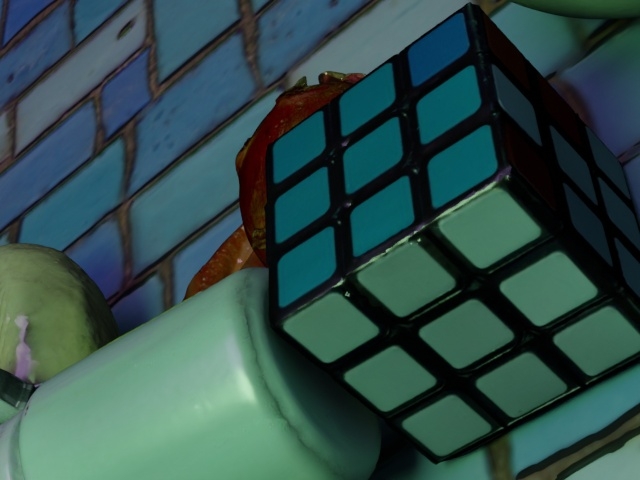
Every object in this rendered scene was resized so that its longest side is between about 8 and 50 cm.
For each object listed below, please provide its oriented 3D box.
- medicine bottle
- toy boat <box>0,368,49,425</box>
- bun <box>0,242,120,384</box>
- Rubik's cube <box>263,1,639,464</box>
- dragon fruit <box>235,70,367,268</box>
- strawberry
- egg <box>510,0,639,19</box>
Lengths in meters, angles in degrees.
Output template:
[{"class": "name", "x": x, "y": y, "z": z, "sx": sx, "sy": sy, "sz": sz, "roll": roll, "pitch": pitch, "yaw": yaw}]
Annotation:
[{"class": "medicine bottle", "x": -0.090, "y": 0.121, "z": 0.825, "sx": 0.225, "sy": 0.139, "sz": 0.139, "roll": -30, "pitch": 39, "yaw": 19}, {"class": "toy boat", "x": -0.166, "y": 0.107, "z": 0.942, "sx": 0.260, "sy": 0.085, "sz": 0.078, "roll": -15, "pitch": 19, "yaw": 3}, {"class": "bun", "x": -0.218, "y": 0.111, "z": 1.090, "sx": 0.222, "sy": 0.127, "sz": 0.222, "roll": -24, "pitch": 58, "yaw": 45}, {"class": "Rubik's cube", "x": 0.077, "y": -0.001, "z": 0.810, "sx": 0.160, "sy": 0.163, "sz": 0.162, "roll": -33, "pitch": 34, "yaw": 24}, {"class": "dragon fruit", "x": 0.000, "y": 0.000, "z": 0.958, "sx": 0.125, "sy": 0.125, "sz": 0.246, "roll": 4, "pitch": 76, "yaw": 33}, {"class": "strawberry", "x": -0.056, "y": 0.034, "z": 1.033, "sx": 0.104, "sy": 0.048, "sz": 0.152, "roll": -11, "pitch": 53, "yaw": 39}, {"class": "egg", "x": 0.175, "y": -0.238, "z": 0.881, "sx": 0.203, "sy": 0.203, "sz": 0.282, "roll": -57, "pitch": 31, "yaw": -9}]
